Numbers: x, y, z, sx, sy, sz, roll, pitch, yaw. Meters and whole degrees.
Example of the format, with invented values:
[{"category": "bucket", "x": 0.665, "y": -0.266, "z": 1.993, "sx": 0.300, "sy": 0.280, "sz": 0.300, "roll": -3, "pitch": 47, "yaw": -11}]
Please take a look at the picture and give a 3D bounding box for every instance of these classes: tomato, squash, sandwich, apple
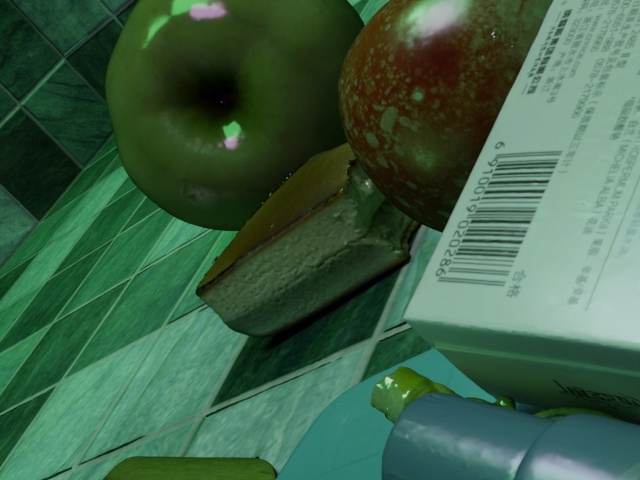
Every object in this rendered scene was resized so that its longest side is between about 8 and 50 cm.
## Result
[{"category": "tomato", "x": 0.155, "y": -0.116, "z": 0.938, "sx": 0.270, "sy": 0.223, "sz": 0.270, "roll": -28, "pitch": 0, "yaw": 0}, {"category": "squash", "x": -0.138, "y": 0.278, "z": 0.988, "sx": 0.237, "sy": 0.154, "sz": 0.204, "roll": -62, "pitch": -11, "yaw": -47}, {"category": "sandwich", "x": 0.000, "y": 0.000, "z": 1.183, "sx": 0.220, "sy": 0.108, "sz": 0.186, "roll": -49, "pitch": 18, "yaw": -26}, {"category": "apple", "x": -0.090, "y": -0.182, "z": 1.445, "sx": 0.357, "sy": 0.357, "sz": 0.357, "roll": -38, "pitch": 18, "yaw": 15}]

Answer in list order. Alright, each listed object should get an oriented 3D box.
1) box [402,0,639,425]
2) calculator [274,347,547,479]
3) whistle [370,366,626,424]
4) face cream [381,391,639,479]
[{"category": "box", "x": 0.203, "y": -0.033, "z": 0.672, "sx": 0.203, "sy": 0.116, "sz": 0.274, "roll": 3, "pitch": 59, "yaw": 48}, {"category": "calculator", "x": 0.033, "y": 0.193, "z": 0.771, "sx": 0.256, "sy": 0.054, "sz": 0.386, "roll": -29, "pitch": 19, "yaw": 36}, {"category": "whistle", "x": 0.106, "y": 0.129, "z": 0.663, "sx": 0.104, "sy": 0.057, "sz": 0.198, "roll": -44, "pitch": 38, "yaw": -19}, {"category": "face cream", "x": 0.183, "y": 0.135, "z": 0.473, "sx": 0.385, "sy": 0.086, "sz": 0.136, "roll": 9, "pitch": 52, "yaw": 47}]
